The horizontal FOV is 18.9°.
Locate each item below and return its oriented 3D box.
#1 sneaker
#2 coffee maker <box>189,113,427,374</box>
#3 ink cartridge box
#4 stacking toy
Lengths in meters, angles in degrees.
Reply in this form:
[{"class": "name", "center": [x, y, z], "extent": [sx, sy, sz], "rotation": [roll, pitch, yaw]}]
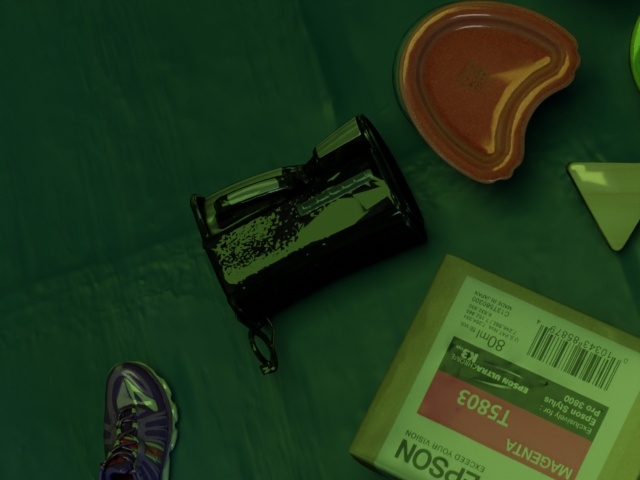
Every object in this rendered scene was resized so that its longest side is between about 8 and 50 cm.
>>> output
[{"class": "sneaker", "center": [-0.165, 0.187, 1.702], "extent": [0.068, 0.071, 0.170], "rotation": [-11, 72, 14]}, {"class": "coffee maker", "center": [0.000, 0.000, 1.692], "extent": [0.178, 0.120, 0.171], "rotation": [-25, 92, 10]}, {"class": "ink cartridge box", "center": [0.171, 0.146, 1.600], "extent": [0.235, 0.088, 0.193], "rotation": [24, 82, 21]}, {"class": "stacking toy", "center": [0.231, -0.166, 1.687], "extent": [0.279, 0.130, 0.309], "rotation": [41, 93, -3]}]
